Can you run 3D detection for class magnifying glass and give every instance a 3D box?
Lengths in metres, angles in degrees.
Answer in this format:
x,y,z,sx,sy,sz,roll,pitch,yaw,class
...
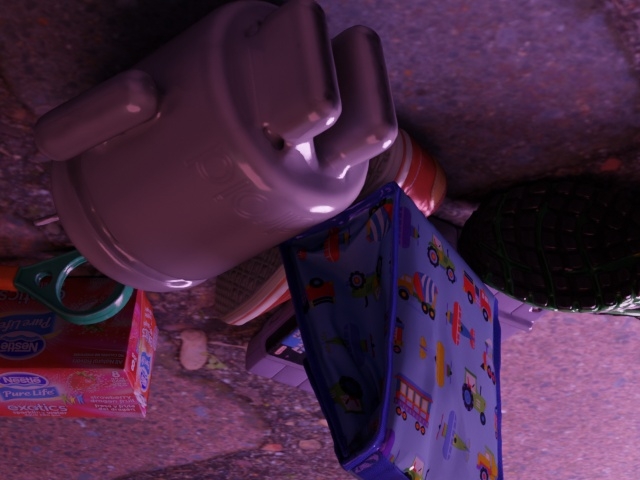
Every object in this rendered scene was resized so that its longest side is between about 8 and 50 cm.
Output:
x,y,z,sx,sy,sz,roll,pitch,yaw,class
-0.319,0.044,1.415,0.231,0.092,0.026,3,150,20,magnifying glass

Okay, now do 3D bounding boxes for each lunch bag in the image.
x,y,z,sx,sy,sz,roll,pitch,yaw,class
0.085,0.135,1.139,0.138,0.293,0.221,-26,135,20,lunch bag

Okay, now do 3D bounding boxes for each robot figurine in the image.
x,y,z,sx,sy,sz,roll,pitch,yaw,class
-0.100,-0.077,1.106,0.353,0.200,0.300,-27,148,37,robot figurine

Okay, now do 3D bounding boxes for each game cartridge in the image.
x,y,z,sx,sy,sz,roll,pitch,yaw,class
0.085,0.099,1.468,0.230,0.068,0.355,17,143,-25,game cartridge

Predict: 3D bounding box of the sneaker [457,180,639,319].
x,y,z,sx,sy,sz,roll,pitch,yaw,class
0.311,0.035,1.291,0.343,0.134,0.146,10,162,5,sneaker

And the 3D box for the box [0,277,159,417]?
x,y,z,sx,sy,sz,roll,pitch,yaw,class
-0.331,0.127,1.484,0.256,0.128,0.123,0,145,6,box

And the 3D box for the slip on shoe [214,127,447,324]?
x,y,z,sx,sy,sz,roll,pitch,yaw,class
0.000,0.000,1.288,0.101,0.123,0.331,24,136,-32,slip on shoe
